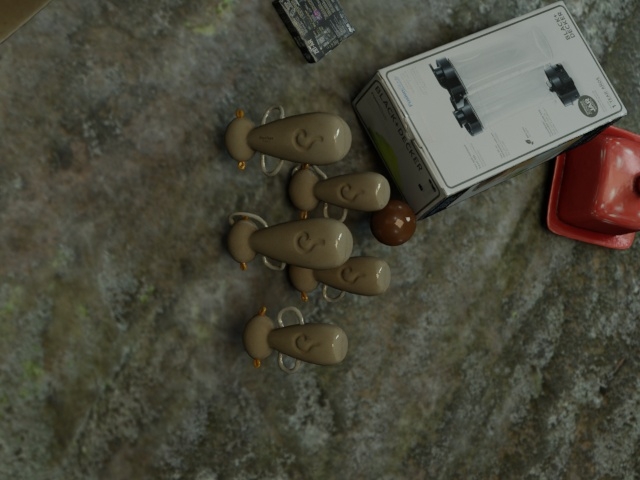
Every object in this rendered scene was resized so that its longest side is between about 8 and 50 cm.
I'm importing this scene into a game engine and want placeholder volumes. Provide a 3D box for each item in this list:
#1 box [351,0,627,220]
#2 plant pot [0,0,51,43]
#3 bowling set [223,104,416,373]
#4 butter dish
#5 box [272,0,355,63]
[{"bbox_3d":[0.202,-0.158,1.398,0.289,0.087,0.169,-25,82,-27],"label":"box"},{"bbox_3d":[-0.384,-0.296,0.980,0.334,0.334,0.305,-43,101,-21],"label":"plant pot"},{"bbox_3d":[0.000,0.000,1.313,0.199,0.154,0.287,3,90,-56],"label":"bowling set"},{"bbox_3d":[0.389,-0.073,1.524,0.159,0.118,0.160,12,87,-29],"label":"butter dish"},{"bbox_3d":[-0.007,-0.255,1.343,0.067,0.018,0.083,-42,112,-21],"label":"box"}]
